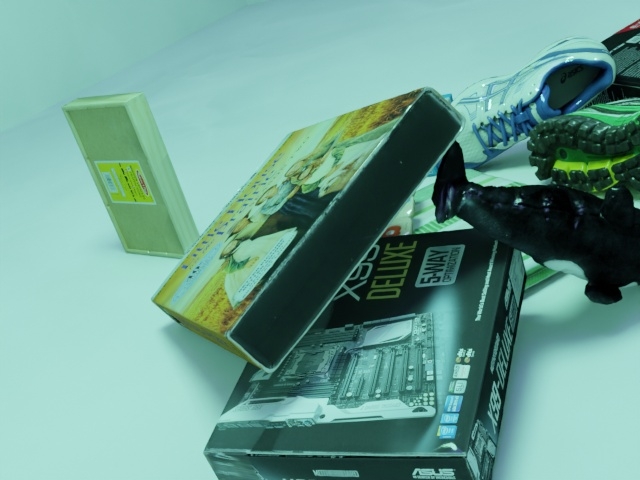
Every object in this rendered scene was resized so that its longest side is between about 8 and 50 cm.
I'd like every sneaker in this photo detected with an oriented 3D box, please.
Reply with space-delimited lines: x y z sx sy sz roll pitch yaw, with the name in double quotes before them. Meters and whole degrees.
"sneaker" 0.289 -0.196 1.254 0.296 0.112 0.131 -37 16 14
"sneaker" 0.432 -0.133 1.079 0.146 0.134 0.344 -30 26 -28

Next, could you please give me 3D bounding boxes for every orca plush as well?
"orca plush" 0.255 -0.038 0.849 0.102 0.287 0.151 -53 16 41

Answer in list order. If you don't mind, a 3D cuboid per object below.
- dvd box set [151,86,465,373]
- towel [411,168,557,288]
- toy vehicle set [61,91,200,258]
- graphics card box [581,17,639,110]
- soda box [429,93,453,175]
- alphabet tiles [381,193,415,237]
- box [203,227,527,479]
"dvd box set" -0.042 -0.017 0.966 0.307 0.062 0.420 -51 16 -12
"towel" 0.191 -0.010 1.101 0.248 0.038 0.325 -26 24 -19
"toy vehicle set" -0.290 -0.097 1.332 0.166 0.266 0.035 5 34 40
"graphics card box" 0.560 -0.249 1.267 0.233 0.094 0.371 -32 26 -15
"soda box" 0.176 -0.176 1.431 0.071 0.067 0.210 -7 26 23
"alphabet tiles" 0.000 0.000 1.159 0.278 0.021 0.284 -20 27 20
"box" 0.058 0.111 0.830 0.243 0.076 0.307 -5 35 25
